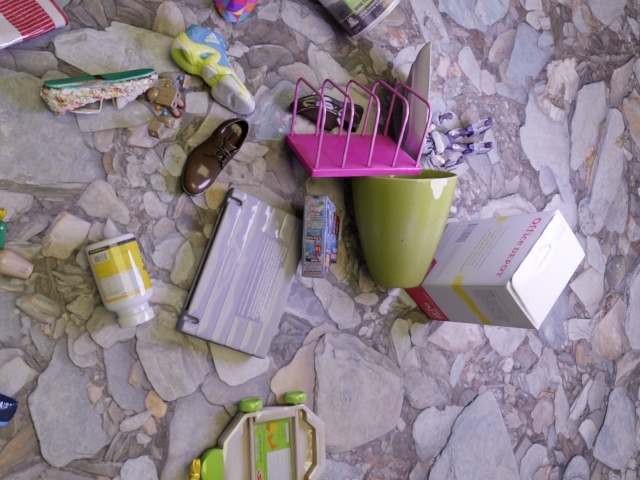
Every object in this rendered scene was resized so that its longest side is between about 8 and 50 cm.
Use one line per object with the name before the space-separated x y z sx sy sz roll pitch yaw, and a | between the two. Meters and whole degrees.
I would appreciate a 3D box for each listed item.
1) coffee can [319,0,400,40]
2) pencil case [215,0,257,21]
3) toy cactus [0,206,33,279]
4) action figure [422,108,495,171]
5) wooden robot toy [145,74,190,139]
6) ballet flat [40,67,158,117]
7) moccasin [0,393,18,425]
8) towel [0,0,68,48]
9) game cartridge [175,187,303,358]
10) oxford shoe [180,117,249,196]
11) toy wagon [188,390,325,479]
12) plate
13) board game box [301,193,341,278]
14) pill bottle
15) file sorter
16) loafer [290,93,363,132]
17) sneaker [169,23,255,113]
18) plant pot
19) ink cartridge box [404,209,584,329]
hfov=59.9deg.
coffee can | 0.066 -0.695 1.437 0.275 0.201 0.201 42 67 -21
pencil case | -0.172 -0.598 1.269 0.104 0.236 0.104 6 76 -24
toy cactus | -0.630 0.019 1.039 0.180 0.112 0.219 31 63 -35
action figure | 0.396 -0.301 1.663 0.285 0.099 0.185 -14 94 -30
wooden robot toy | -0.357 -0.310 1.251 0.079 0.076 0.173 17 75 8
ballet flat | -0.463 -0.313 1.177 0.241 0.091 0.077 -17 125 -26
moccasin | -0.686 0.217 0.962 0.342 0.138 0.117 34 66 -25
towel | -0.667 -0.451 1.014 0.237 0.037 0.329 52 46 -10
game cartridge | -0.174 0.080 1.321 0.230 0.068 0.355 27 73 -30
oxford shoe | -0.242 -0.200 1.279 0.083 0.096 0.227 38 70 -25
toy wagon | -0.145 0.504 1.300 0.344 0.068 0.267 0 86 -30
plate | 0.254 -0.353 1.512 0.045 0.277 0.278 4 83 2
board game box | 0.000 0.000 1.381 0.060 0.194 0.194 5 83 13
pill bottle | -0.410 0.084 1.153 0.103 0.103 0.184 -21 97 -30
file sorter | 0.092 -0.283 1.346 0.291 0.202 0.182 -4 125 -22
loafer | 0.023 -0.327 1.453 0.220 0.080 0.078 1 85 -31
sneaker | -0.231 -0.412 1.306 0.240 0.091 0.126 40 56 -34
plant pot | 0.211 -0.033 1.460 0.275 0.275 0.293 -7 105 -31
ink cartridge box | 0.457 0.080 1.503 0.279 0.385 0.160 -48 109 -24
